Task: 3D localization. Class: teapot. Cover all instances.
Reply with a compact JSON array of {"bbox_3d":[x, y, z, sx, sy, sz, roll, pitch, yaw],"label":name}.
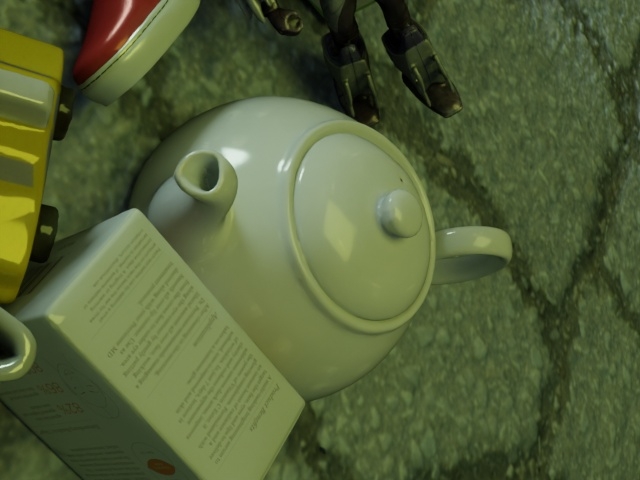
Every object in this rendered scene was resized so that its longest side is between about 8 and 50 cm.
[{"bbox_3d":[0.000,0.000,0.684,0.252,0.187,0.256,57,45,-18],"label":"teapot"}]

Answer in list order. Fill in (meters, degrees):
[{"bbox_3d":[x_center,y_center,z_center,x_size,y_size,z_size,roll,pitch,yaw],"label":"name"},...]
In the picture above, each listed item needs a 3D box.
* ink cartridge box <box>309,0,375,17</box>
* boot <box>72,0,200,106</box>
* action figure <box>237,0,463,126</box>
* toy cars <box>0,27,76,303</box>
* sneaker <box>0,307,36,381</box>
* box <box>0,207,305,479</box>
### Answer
[{"bbox_3d":[0.090,-0.395,0.879,0.119,0.207,0.353,41,50,-31],"label":"ink cartridge box"},{"bbox_3d":[-0.165,-0.223,0.656,0.176,0.088,0.244,39,45,-31],"label":"boot"},{"bbox_3d":[0.032,-0.208,0.740,0.285,0.185,0.099,60,13,-53],"label":"action figure"},{"bbox_3d":[-0.251,-0.016,0.459,0.176,0.087,0.394,46,48,4],"label":"toy cars"},{"bbox_3d":[-0.198,0.012,0.389,0.191,0.083,0.071,35,67,-42],"label":"sneaker"},{"bbox_3d":[-0.118,0.083,0.576,0.170,0.130,0.091,52,48,-23],"label":"box"}]
